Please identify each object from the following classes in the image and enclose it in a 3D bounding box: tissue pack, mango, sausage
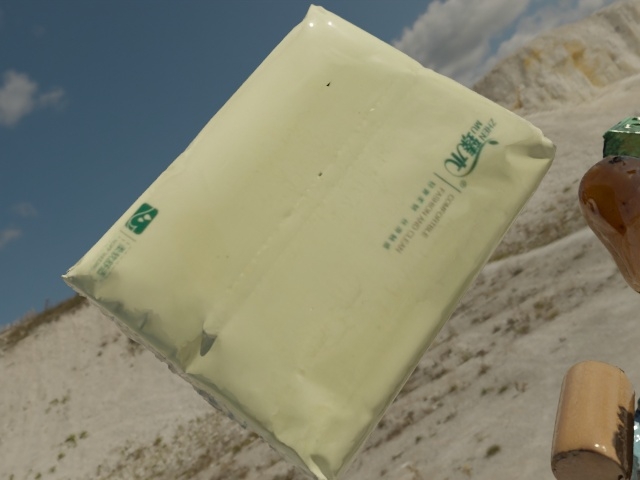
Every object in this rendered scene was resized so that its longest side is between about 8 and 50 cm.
[{"bbox_3d":[0.000,0.000,0.662,0.380,0.297,0.207,-53,-11,-17],"label":"tissue pack"},{"bbox_3d":[0.327,-0.013,0.674,0.084,0.159,0.105,-34,4,11],"label":"mango"},{"bbox_3d":[0.445,0.310,1.092,0.123,0.123,0.253,-39,1,33],"label":"sausage"}]

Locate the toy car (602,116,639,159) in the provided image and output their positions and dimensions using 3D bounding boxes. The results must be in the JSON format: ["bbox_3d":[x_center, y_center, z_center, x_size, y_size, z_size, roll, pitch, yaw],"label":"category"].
[{"bbox_3d":[0.502,-0.088,0.771,0.141,0.321,0.097,-26,-54,-54],"label":"toy car"}]

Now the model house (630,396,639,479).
[{"bbox_3d":[0.705,0.478,1.145,0.298,0.360,0.339,-12,25,11],"label":"model house"}]
